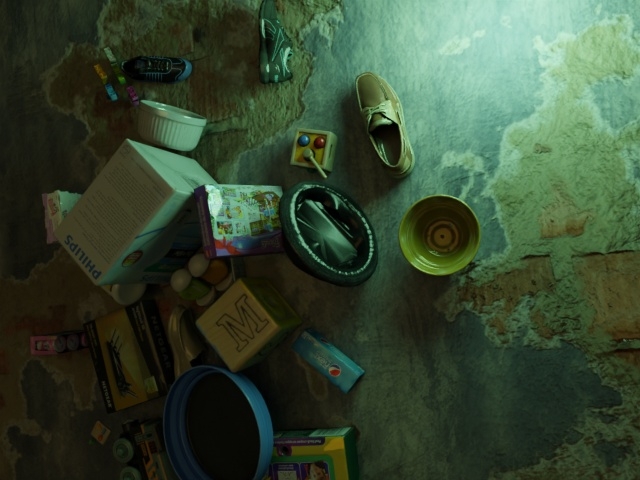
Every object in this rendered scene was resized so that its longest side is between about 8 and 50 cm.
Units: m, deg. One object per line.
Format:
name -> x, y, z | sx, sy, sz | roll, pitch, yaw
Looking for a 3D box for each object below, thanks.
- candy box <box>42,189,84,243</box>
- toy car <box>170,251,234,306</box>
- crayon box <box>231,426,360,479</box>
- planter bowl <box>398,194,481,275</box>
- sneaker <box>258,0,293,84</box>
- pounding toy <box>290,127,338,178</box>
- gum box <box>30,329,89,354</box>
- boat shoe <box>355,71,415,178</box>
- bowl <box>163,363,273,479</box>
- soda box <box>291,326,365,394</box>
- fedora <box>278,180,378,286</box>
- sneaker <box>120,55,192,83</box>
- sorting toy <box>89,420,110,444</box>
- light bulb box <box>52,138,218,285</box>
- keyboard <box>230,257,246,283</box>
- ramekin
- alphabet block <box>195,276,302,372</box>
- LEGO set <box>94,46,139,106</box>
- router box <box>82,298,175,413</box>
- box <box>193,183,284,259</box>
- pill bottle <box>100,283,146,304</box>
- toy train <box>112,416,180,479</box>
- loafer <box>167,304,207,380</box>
candy box -> -0.805, -0.069, 1.964 | 0.070, 0.196, 0.164 | -9, 84, 18
toy car -> -0.366, 0.102, 1.849 | 0.182, 0.159, 0.136 | -39, 42, 14
crayon box -> -0.068, 0.712, 1.728 | 0.363, 0.106, 0.312 | -8, 86, 20
planter bowl -> 0.327, -0.012, 1.633 | 0.217, 0.090, 0.217 | -1, 87, 18
sneaker -> -0.138, -0.604, 1.829 | 0.106, 0.101, 0.267 | -1, 86, -3
pounding toy -> -0.017, -0.250, 1.754 | 0.130, 0.100, 0.141 | 10, 91, 19
gum box -> -0.842, 0.332, 1.963 | 0.107, 0.188, 0.062 | -6, 86, 19
boat shoe -> 0.177, -0.334, 1.683 | 0.123, 0.116, 0.324 | -25, 80, 16
bowl -> -0.295, 0.548, 1.726 | 0.391, 0.077, 0.390 | 0, 91, 35
soda box -> 0.021, 0.344, 1.733 | 0.210, 0.067, 0.071 | 38, 100, 17
fedora -> 0.000, 0.000, 1.691 | 0.152, 0.334, 0.334 | -41, 73, 48
sneaker -> -0.537, -0.558, 1.949 | 0.232, 0.090, 0.081 | -1, 87, 19
sorting toy -> -0.743, 0.654, 2.008 | 0.062, 0.012, 0.083 | 31, 97, 17
light bulb box -> -0.507, -0.067, 1.778 | 0.225, 0.358, 0.361 | 45, 103, 16
keyboard -> -0.260, 0.033, 1.839 | 0.014, 0.072, 0.255 | -12, 84, 15
ramekin -> -0.466, -0.353, 1.863 | 0.207, 0.207, 0.109 | 22, 105, 18
alphabet block -> -0.205, 0.239, 1.753 | 0.197, 0.192, 0.193 | -45, 77, 13
LEGO set -> -0.691, -0.522, 2.012 | 0.087, 0.093, 0.227 | -27, 72, -16
router box -> -0.610, 0.373, 1.939 | 0.243, 0.081, 0.308 | -22, 81, 16
box -> -0.214, -0.056, 1.715 | 0.057, 0.293, 0.200 | -17, 81, 41
pill bottle -> -0.661, 0.112, 1.932 | 0.215, 0.117, 0.117 | 29, 97, 37
toy train -> -0.513, 0.706, 1.858 | 0.190, 0.142, 0.333 | -22, 81, 18
loafer -> -0.405, 0.330, 1.868 | 0.092, 0.102, 0.268 | -5, 95, 17
